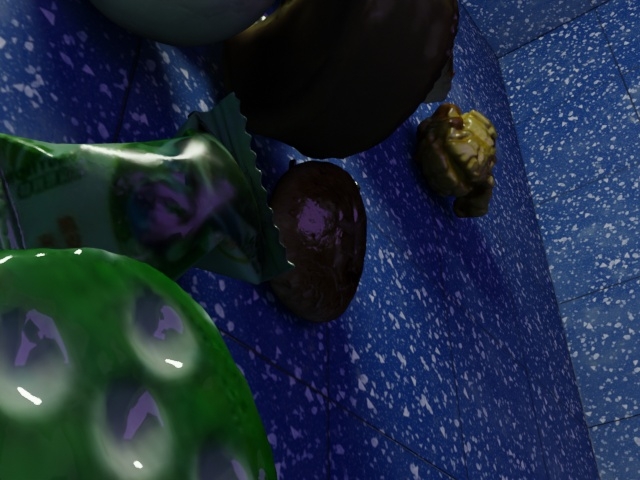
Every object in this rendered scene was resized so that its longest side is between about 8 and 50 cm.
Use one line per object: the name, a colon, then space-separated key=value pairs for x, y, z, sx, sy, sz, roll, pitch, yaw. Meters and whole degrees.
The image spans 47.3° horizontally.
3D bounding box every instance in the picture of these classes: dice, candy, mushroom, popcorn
dice: x=-0.228 y=0.184 z=0.528 sx=0.300 sy=0.297 sz=0.287 roll=1 pitch=64 yaw=-60
candy: x=-0.229 y=-0.027 z=0.849 sx=0.398 sy=0.172 sz=0.262 roll=-18 pitch=80 yaw=-50
mushroom: x=0.000 y=0.000 z=1.229 sx=0.278 sy=0.146 sz=0.278 roll=16 pitch=71 yaw=-56
popcorn: x=0.386 y=-0.219 z=2.025 sx=0.265 sy=0.225 sz=0.332 roll=-35 pitch=111 yaw=-67

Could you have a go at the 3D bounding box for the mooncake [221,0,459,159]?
mooncake: x=0.018 y=-0.333 z=1.201 sx=0.246 sy=0.393 sz=0.394 roll=17 pitch=15 yaw=-37

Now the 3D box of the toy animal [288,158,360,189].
toy animal: x=0.008 y=-0.086 z=1.412 sx=0.233 sy=0.084 sz=0.148 roll=9 pitch=48 yaw=-57

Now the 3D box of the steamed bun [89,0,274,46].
steamed bun: x=-0.204 y=-0.440 z=1.085 sx=0.334 sy=0.311 sz=0.233 roll=27 pitch=-1 yaw=10

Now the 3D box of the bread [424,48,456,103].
bread: x=0.179 y=-0.576 z=1.756 sx=0.371 sy=0.280 sz=0.389 roll=77 pitch=8 yaw=-55
